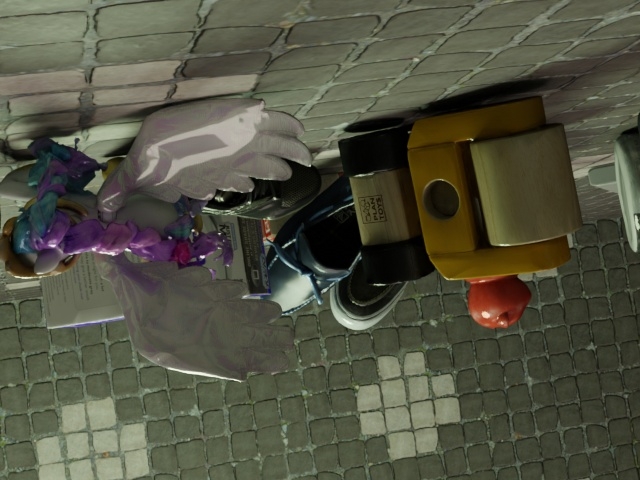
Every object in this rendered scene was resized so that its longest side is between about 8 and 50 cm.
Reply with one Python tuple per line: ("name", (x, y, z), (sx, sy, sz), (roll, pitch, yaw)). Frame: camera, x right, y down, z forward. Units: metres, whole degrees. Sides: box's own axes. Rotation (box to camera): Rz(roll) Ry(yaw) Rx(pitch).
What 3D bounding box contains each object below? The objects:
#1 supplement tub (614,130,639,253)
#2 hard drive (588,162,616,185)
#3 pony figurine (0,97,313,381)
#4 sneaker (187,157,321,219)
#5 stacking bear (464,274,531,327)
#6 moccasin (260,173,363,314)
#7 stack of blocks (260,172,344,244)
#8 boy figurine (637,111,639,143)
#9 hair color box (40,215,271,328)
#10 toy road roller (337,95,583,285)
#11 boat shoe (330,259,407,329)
("supplement tub", (0.662, -0.100, 1.929), (0.337, 0.207, 0.207), (-10, 175, 9))
("hard drive", (0.690, -0.141, 2.483), (0.203, 0.040, 0.307), (-11, 175, 22))
("pony figurine", (-0.204, -0.013, 1.307), (0.350, 0.303, 0.363), (1, -172, -11))
("sneaker", (-0.092, -0.072, 1.603), (0.227, 0.087, 0.130), (-1, 179, -22))
("stacking bear", (0.319, 0.021, 2.226), (0.164, 0.289, 0.175), (-7, 175, -17))
("moccasin", (0.000, 0.000, 1.790), (0.342, 0.137, 0.117), (-53, -172, 34))
("stack of blocks", (-0.083, -0.043, 1.957), (0.297, 0.087, 0.171), (-7, 175, -14))
("boy figurine", (0.617, -0.168, 1.744), (0.285, 0.092, 0.177), (-8, 175, -22))
("hair color box", (-0.259, 0.021, 1.816), (0.338, 0.185, 0.110), (-10, 175, 17))
("toy road roller", (0.199, -0.073, 1.539), (0.329, 0.203, 0.240), (-6, -170, 38))
("boat shoe", (0.123, -0.007, 1.942), (0.121, 0.335, 0.119), (32, 154, 1))
